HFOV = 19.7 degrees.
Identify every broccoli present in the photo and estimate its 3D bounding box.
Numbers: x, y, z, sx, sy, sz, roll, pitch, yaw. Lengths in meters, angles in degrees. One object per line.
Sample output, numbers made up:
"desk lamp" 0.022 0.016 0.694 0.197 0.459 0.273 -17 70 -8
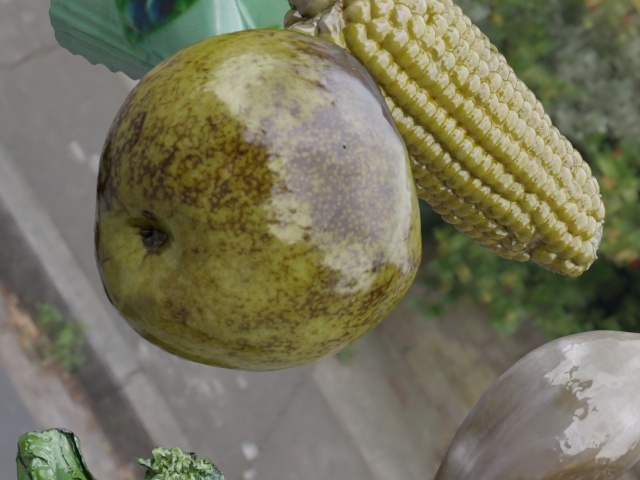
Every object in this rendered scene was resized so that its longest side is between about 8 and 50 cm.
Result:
"broccoli" -0.173 0.205 1.317 0.194 0.220 0.194 63 -5 10

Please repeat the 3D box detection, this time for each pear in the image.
"pear" -0.044 -0.020 1.066 0.197 0.197 0.197 55 14 -21

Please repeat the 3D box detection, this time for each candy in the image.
"candy" -0.062 -0.310 1.875 0.263 0.398 0.172 35 -21 25

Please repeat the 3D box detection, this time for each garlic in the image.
"garlic" 0.214 0.197 1.757 0.143 0.318 0.112 46 6 -20

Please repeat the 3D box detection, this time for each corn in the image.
"corn" 0.094 -0.094 1.398 0.347 0.130 0.130 42 20 -25
